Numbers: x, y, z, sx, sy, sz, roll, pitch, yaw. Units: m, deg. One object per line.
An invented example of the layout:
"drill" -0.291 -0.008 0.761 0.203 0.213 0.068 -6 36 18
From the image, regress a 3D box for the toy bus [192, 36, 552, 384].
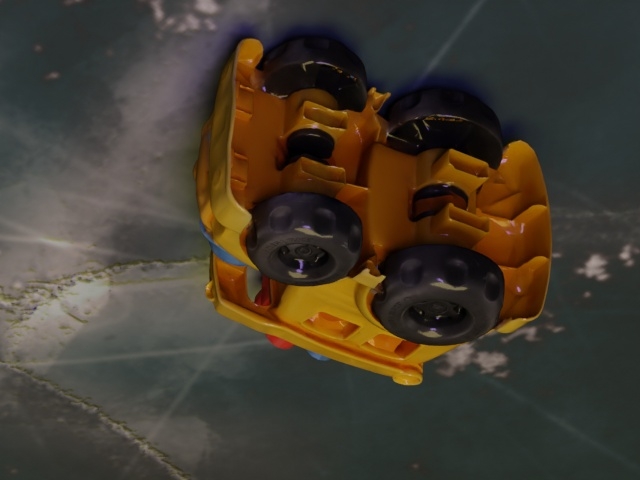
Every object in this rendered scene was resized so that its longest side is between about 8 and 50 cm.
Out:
"toy bus" 0.000 0.000 1.149 0.220 0.149 0.211 21 143 -24
